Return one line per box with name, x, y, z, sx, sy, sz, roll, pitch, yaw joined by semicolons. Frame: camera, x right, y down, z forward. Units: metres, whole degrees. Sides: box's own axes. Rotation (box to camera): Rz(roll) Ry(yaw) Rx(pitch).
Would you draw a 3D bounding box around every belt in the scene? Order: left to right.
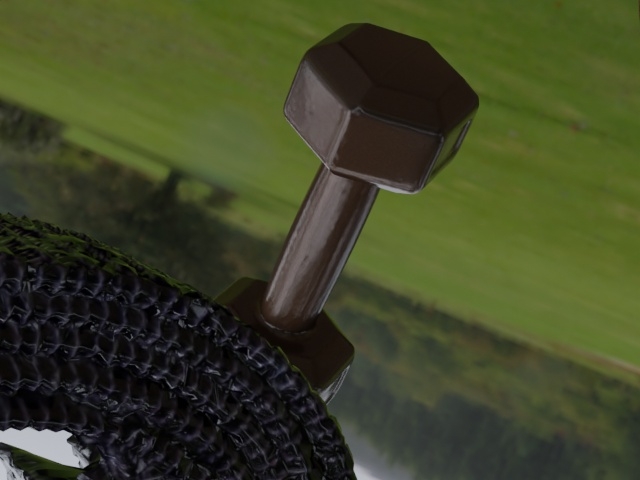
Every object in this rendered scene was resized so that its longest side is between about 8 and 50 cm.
belt;-0.143;0.122;0.500;0.325;0.260;0.122;-15;-161;-30

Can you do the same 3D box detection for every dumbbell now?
dumbbell;0.000;0.000;0.771;0.082;0.230;0.092;33;-144;13

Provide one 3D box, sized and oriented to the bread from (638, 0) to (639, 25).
bread;0.383;-0.142;1.321;0.184;0.110;0.234;11;144;29
